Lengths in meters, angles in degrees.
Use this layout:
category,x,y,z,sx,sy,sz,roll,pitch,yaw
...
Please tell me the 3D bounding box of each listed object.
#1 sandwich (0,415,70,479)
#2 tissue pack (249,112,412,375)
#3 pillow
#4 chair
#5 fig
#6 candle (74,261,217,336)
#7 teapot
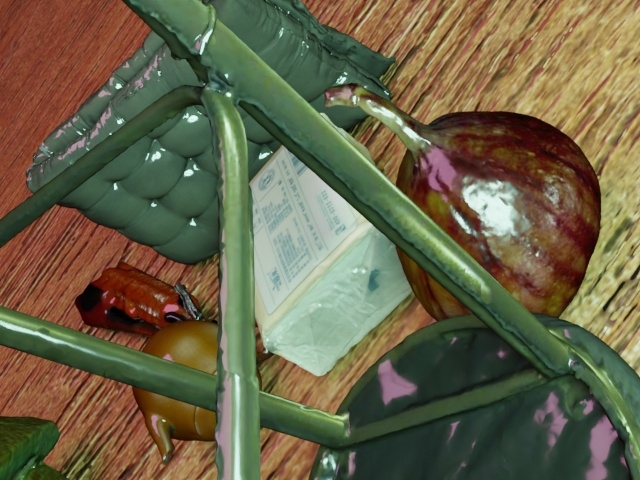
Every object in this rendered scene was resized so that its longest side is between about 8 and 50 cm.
category,x,y,z,sx,sy,sz,roll,pitch,yaw
sandwich,-0.344,0.342,1.033,0.250,0.162,0.301,-44,-24,-75
tissue pack,0.000,0.000,0.920,0.148,0.092,0.196,-45,33,16
pillow,-0.111,-0.117,1.038,0.326,0.228,0.101,-38,43,26
chair,-0.046,0.138,0.530,0.365,0.410,0.361,-30,53,41
fig,0.118,-0.032,0.733,0.148,0.202,0.149,18,41,43
candle,-0.190,0.074,1.138,0.302,0.059,0.084,10,83,57
teapot,-0.097,0.128,0.938,0.116,0.116,0.173,-5,32,51
